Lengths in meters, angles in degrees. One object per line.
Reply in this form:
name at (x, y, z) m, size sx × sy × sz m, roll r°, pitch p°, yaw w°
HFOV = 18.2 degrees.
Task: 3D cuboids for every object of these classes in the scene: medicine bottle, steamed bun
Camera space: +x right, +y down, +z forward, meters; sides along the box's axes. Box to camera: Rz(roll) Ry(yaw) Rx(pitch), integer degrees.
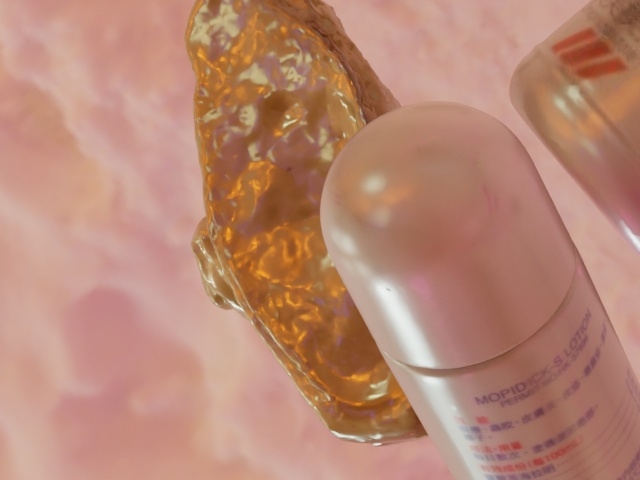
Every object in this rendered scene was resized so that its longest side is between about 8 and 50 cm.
medicine bottle at (0.106, 0.061, 1.178) m, size 0.130 × 0.130 × 0.341 m, roll 0°, pitch 139°, yaw 31°
steamed bun at (0.000, 0.000, 1.610) m, size 0.247 × 0.189 × 0.428 m, roll -35°, pitch 67°, yaw 16°
medicine bottle at (0.337, -0.129, 1.538) m, size 0.325 × 0.256 × 0.256 m, roll -39°, pitch 99°, yaw 8°
